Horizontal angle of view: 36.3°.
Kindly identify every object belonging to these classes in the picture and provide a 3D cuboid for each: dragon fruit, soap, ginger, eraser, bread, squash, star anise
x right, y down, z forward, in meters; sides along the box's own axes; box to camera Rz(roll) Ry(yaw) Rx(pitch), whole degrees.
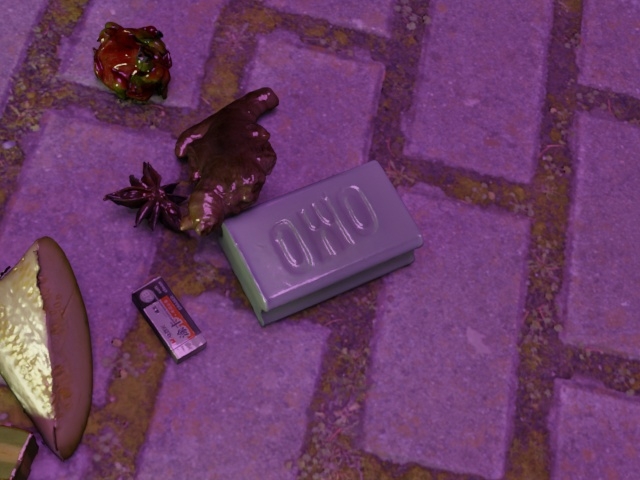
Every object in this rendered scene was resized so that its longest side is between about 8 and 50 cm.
[{"bbox_3d":[-0.284,-0.287,1.541,0.142,0.175,0.138,43,71,-22],"label":"dragon fruit"},{"bbox_3d":[0.000,0.000,1.451,0.266,0.087,0.159,-22,69,-20],"label":"soap"},{"bbox_3d":[-0.144,-0.128,1.458,0.166,0.080,0.333,-10,41,5],"label":"ginger"},{"bbox_3d":[-0.215,0.113,1.388,0.052,0.029,0.122,-31,72,-22],"label":"eraser"},{"bbox_3d":[-0.438,0.264,1.241,0.139,0.084,0.074,19,63,0],"label":"bread"},{"bbox_3d":[-0.340,0.144,1.305,0.169,0.093,0.252,-44,73,20],"label":"squash"},{"bbox_3d":[-0.243,-0.050,1.452,0.129,0.056,0.124,40,44,-2],"label":"star anise"}]
